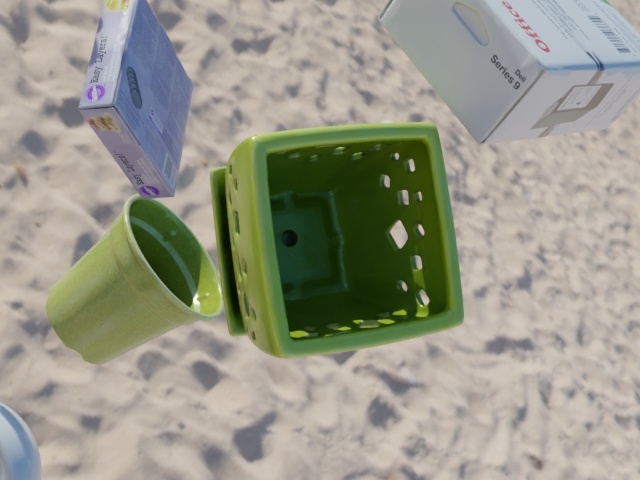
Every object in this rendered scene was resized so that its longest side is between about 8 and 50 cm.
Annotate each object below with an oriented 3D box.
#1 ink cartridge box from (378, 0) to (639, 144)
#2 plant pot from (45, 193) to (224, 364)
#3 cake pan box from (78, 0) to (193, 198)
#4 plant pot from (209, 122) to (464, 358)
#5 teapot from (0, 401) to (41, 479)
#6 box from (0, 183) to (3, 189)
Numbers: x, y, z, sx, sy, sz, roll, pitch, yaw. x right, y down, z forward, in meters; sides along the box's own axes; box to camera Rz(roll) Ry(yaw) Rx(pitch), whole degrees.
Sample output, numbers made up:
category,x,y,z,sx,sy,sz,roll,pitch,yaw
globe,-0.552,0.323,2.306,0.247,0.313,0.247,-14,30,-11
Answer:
category,x,y,z,sx,sy,sz,roll,pitch,yaw
ink cartridge box,0.240,-0.235,1.128,0.289,0.121,0.211,-11,58,-45
plant pot,-0.365,0.094,1.800,0.276,0.254,0.276,50,16,-21
cake pan box,-0.289,-0.233,1.561,0.267,0.070,0.246,64,28,-58
plant pot,0.000,0.000,1.059,0.227,0.207,0.228,-7,90,-26
teapot,-0.516,0.345,1.416,0.252,0.256,0.187,39,0,8
box,-0.809,-0.239,1.997,0.318,0.097,0.395,52,-13,-5
